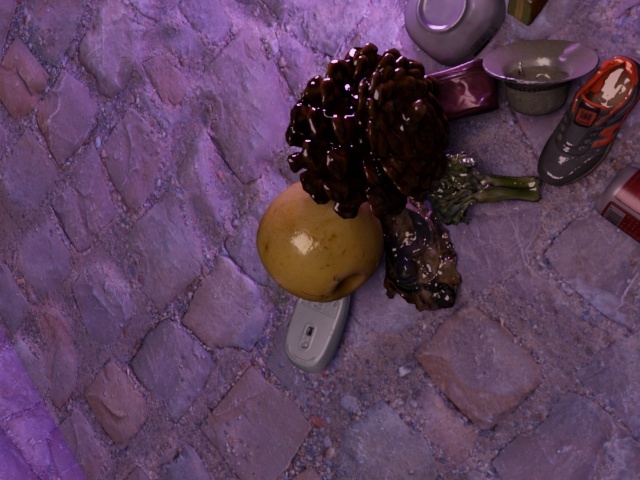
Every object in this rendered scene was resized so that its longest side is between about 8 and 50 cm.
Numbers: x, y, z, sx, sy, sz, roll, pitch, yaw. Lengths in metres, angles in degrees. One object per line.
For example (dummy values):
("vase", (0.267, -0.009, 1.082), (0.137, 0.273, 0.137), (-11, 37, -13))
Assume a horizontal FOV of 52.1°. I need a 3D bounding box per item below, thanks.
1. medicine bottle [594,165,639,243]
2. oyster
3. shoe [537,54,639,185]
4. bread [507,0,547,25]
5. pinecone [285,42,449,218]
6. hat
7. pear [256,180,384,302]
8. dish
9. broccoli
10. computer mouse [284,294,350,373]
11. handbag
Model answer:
("medicine bottle", (0.738, -0.046, 1.426), (0.250, 0.131, 0.131), (42, 112, 21))
("oyster", (0.255, 0.013, 1.739), (0.221, 0.096, 0.361), (-3, 94, 24))
("shoe", (0.603, -0.268, 1.469), (0.132, 0.171, 0.336), (39, 110, 22))
("bread", (0.527, -0.607, 1.587), (0.139, 0.084, 0.074), (-44, 68, -8))
("pinecone", (0.099, -0.230, 1.503), (0.398, 0.398, 0.397), (2, 94, 30))
("hat", (0.506, -0.363, 1.527), (0.257, 0.257, 0.130), (16, 132, 29))
("pear", (0.000, 0.000, 1.738), (0.348, 0.348, 0.348), (2, 94, 30))
("dish", (0.323, -0.577, 1.648), (0.256, 0.117, 0.256), (2, 93, 31))
("broccoli", (0.387, -0.153, 1.600), (0.275, 0.198, 0.177), (-12, 42, 24))
("computer mouse", (-0.005, 0.243, 1.900), (0.159, 0.097, 0.288), (20, 91, 29))
("handbag", (0.329, -0.367, 1.640), (0.225, 0.146, 0.135), (-10, 91, 32))
